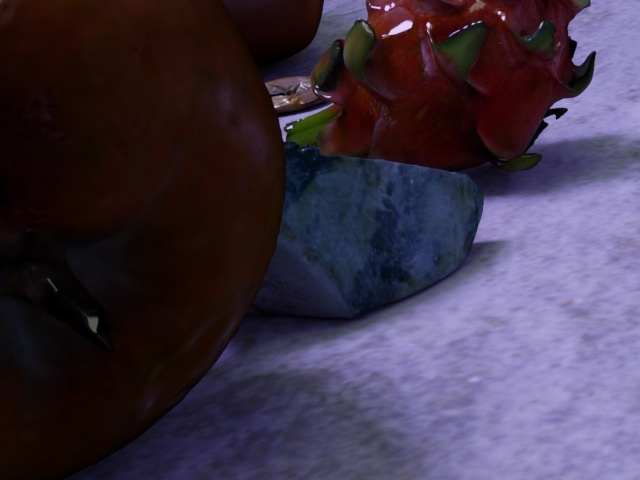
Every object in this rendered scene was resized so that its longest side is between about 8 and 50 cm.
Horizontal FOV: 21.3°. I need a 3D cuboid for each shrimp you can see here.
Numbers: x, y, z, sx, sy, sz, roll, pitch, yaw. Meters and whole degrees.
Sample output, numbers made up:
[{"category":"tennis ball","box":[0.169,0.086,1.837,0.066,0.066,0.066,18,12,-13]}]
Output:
[{"category":"shrimp","box":[-0.033,-0.110,1.339,0.108,0.023,0.059,-22,27,-32]}]

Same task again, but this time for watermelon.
[{"category":"watermelon","box":[0.007,-0.001,0.839,0.180,0.081,0.094,0,-6,-20]}]

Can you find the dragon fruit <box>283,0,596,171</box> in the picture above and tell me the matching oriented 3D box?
[{"category":"dragon fruit","box":[0.056,-0.088,1.022,0.236,0.135,0.137,-28,8,22]}]

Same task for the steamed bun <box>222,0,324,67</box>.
[{"category":"steamed bun","box":[-0.126,-0.268,1.549,0.235,0.248,0.379,-16,26,-7]}]

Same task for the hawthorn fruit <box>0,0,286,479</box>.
[{"category":"hawthorn fruit","box":[-0.140,-0.025,0.666,0.268,0.267,0.301,-21,31,-32]}]
